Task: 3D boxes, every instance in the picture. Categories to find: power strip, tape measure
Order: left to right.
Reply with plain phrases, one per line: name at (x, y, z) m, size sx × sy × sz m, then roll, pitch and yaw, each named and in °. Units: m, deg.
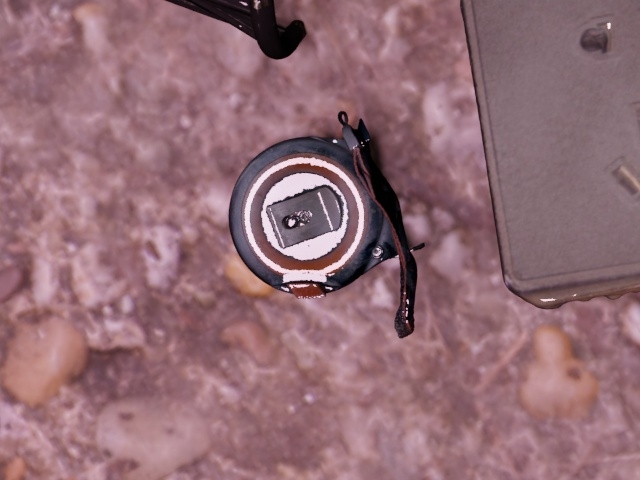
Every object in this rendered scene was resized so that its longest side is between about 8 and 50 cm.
tape measure at (-0.002, -0.004, 0.888) m, size 0.107 × 0.180 × 0.104 m, roll -23°, pitch 105°, yaw 4°
power strip at (0.194, -0.071, 0.916) m, size 0.198 × 0.064 × 0.213 m, roll -9°, pitch 77°, yaw 7°

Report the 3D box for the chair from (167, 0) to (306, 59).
chair at (-0.119, -0.215, 0.898) m, size 0.260 × 0.154 × 0.141 m, roll 21°, pitch 94°, yaw 6°
